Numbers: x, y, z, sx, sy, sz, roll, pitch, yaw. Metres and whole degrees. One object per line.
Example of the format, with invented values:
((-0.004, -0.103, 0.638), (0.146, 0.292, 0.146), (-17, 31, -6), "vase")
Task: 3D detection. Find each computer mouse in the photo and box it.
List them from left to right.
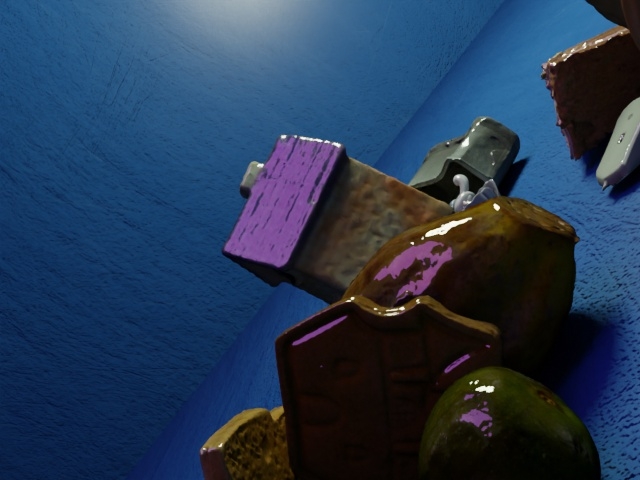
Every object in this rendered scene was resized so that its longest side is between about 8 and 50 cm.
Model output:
((0.322, -0.096, 0.717), (0.110, 0.032, 0.056), (-63, 8, -8), "computer mouse")

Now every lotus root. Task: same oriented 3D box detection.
((0.106, 0.076, 0.641), (0.291, 0.193, 0.193), (-48, 8, 28), "lotus root")

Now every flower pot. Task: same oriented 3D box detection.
((0.217, -0.102, 1.110), (0.108, 0.103, 0.229), (-54, 7, -25), "flower pot")

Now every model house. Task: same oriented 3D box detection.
((0.000, 0.000, 1.041), (0.312, 0.280, 0.245), (127, 168, -77), "model house")

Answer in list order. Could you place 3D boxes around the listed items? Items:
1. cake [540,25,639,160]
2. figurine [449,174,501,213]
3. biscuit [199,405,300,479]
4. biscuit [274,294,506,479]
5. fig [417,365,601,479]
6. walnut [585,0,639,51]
((0.375, -0.232, 0.792), (0.295, 0.113, 0.116), (-38, 13, 18), "cake")
((0.209, -0.040, 0.952), (0.086, 0.082, 0.095), (-123, 47, -58), "figurine")
((-0.029, 0.226, 0.598), (0.041, 0.239, 0.212), (-23, 44, 23), "biscuit")
((0.073, 0.131, 0.547), (0.215, 0.182, 0.034), (-4, 12, 15), "biscuit")
((0.114, 0.173, 0.481), (0.117, 0.117, 0.178), (-66, -4, -63), "fig")
((0.336, -0.265, 0.534), (0.285, 0.285, 0.296), (-51, 38, 8), "walnut")
